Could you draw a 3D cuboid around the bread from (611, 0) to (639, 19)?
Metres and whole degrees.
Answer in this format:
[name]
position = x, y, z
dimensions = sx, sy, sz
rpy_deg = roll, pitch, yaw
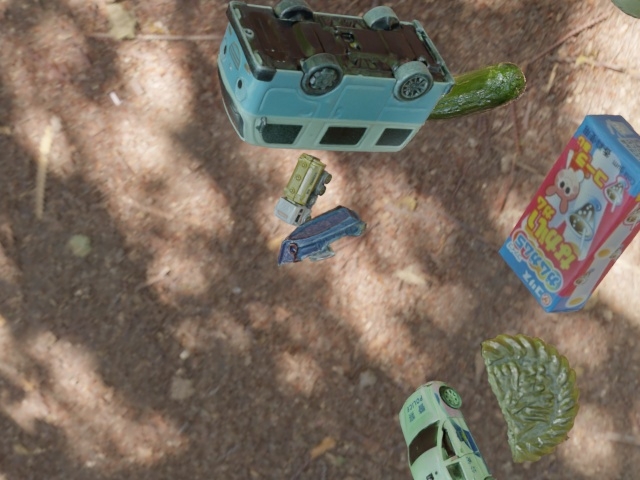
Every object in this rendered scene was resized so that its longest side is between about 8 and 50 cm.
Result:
[bread]
position = 0.322, -0.295, 0.640
dimensions = 0.338, 0.155, 0.187
rpy_deg = -19, 71, 32

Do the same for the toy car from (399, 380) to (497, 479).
[toy car]
position = 0.161, 0.290, 1.324
dimensions = 0.090, 0.076, 0.224
rpy_deg = -49, 51, 36

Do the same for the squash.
[squash]
position = 0.244, -0.262, 1.857
dimensions = 0.331, 0.087, 0.087
rpy_deg = -6, 114, 51

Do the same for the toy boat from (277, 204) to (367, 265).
[toy boat]
position = 0.000, 0.000, 0.869
dimensions = 0.083, 0.038, 0.038
rpy_deg = -26, 106, -8

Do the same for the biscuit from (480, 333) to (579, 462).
[biscuit]
position = 0.453, 0.317, 2.142
dimensions = 0.187, 0.036, 0.273
rpy_deg = -19, 86, -4

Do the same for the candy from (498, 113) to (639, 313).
[candy]
position = 0.431, -0.040, 1.669
dimensions = 0.157, 0.100, 0.306
rpy_deg = 56, 135, 34

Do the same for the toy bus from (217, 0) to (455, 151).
[toy bus]
position = 0.004, -0.190, 1.249
dimensions = 0.165, 0.271, 0.133
rpy_deg = -60, 41, 41

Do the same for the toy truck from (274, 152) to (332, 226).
[toy truck]
position = -0.031, -0.084, 1.687
dimensions = 0.052, 0.063, 0.123
rpy_deg = 32, 102, 27
